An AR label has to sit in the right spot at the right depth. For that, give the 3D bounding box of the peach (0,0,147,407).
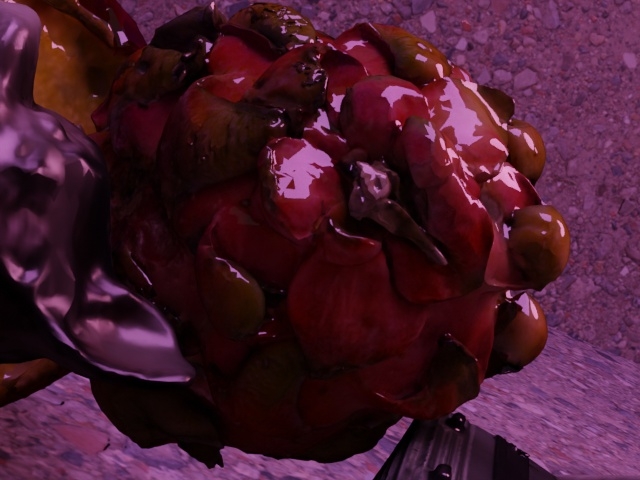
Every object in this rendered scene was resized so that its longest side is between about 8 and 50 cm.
[{"bbox_3d":[-0.292,-0.043,0.809,0.353,0.339,0.416,0,0,17],"label":"peach"}]

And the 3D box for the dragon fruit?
[{"bbox_3d":[0.000,0.000,0.695,0.291,0.250,0.269,-9,-13,42],"label":"dragon fruit"}]

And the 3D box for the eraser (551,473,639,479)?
[{"bbox_3d":[0.225,0.225,0.838,0.213,0.082,0.397,22,-17,-17],"label":"eraser"}]

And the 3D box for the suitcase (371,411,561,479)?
[{"bbox_3d":[0.049,0.204,0.644,0.128,0.202,0.312,32,7,6],"label":"suitcase"}]

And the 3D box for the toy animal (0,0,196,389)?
[{"bbox_3d":[-0.175,0.064,0.544,0.302,0.344,0.194,16,0,-40],"label":"toy animal"}]
